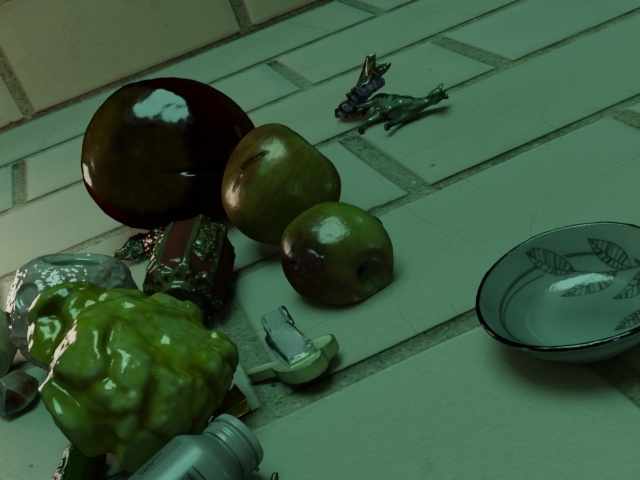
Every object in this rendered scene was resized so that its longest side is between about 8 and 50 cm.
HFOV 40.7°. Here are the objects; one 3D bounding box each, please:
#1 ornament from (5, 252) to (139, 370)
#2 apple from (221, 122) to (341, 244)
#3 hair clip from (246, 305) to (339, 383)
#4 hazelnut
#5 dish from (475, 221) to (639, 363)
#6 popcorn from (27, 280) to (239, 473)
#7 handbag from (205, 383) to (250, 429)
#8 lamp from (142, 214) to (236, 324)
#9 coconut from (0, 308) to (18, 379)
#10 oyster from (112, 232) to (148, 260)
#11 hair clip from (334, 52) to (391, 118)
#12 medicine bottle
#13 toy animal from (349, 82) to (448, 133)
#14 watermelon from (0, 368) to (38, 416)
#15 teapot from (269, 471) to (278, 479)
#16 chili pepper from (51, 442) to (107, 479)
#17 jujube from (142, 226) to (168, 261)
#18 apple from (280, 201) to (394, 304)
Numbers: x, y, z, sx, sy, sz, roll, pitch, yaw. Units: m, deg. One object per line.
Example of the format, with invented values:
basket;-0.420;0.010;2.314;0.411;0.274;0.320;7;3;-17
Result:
ornament;-0.472;0.145;1.669;0.259;0.225;0.259;3;9;0
apple;-0.090;-0.112;1.873;0.264;0.264;0.264;-15;28;8
hair clip;-0.056;0.192;1.488;0.159;0.071;0.218;-32;23;-11
hazelnut;-0.374;-0.220;2.122;0.429;0.402;0.402;-19;26;20
dish;0.402;0.100;1.322;0.316;0.106;0.316;-17;29;10
popcorn;-0.297;0.198;1.377;0.293;0.292;0.334;-39;28;-18
handbag;-0.164;0.281;1.440;0.083;0.027;0.061;-28;29;-15
lamp;-0.267;0.062;1.766;0.177;0.177;0.274;-14;30;10
coconut;-0.712;0.211;1.786;0.171;0.171;0.183;-17;30;5
oyster;-0.441;0.010;2.091;0.103;0.051;0.148;5;36;40
hair clip;0.106;-0.413;2.392;0.106;0.084;0.292;-34;-7;-31
medicine bottle;-0.184;0.347;1.213;0.135;0.135;0.215;10;39;44
toy animal;0.203;-0.347;2.298;0.255;0.089;0.170;1;29;31
watermelon;-0.596;0.292;1.660;0.092;0.072;0.084;-21;10;7
teapot;-0.080;0.375;1.172;0.068;0.076;0.121;6;65;56
chili pepper;-0.391;0.366;1.394;0.072;0.073;0.204;-24;23;23
jujube;-0.341;0.015;1.961;0.166;0.104;0.104;0;32;49
apple;0.030;0.020;1.653;0.207;0.174;0.188;-50;34;-19
